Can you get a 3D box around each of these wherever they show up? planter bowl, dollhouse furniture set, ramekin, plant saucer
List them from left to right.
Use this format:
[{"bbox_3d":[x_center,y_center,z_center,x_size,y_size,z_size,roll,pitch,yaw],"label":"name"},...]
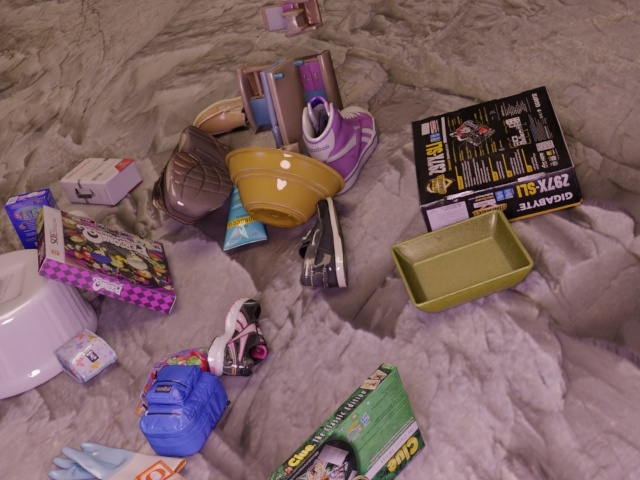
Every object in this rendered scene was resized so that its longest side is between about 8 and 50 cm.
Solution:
[{"bbox_3d":[-0.531,0.134,2.042,0.277,0.135,0.277,-14,30,9],"label":"ramekin"},{"bbox_3d":[-0.115,-0.304,2.371,0.198,0.286,0.303,-6,21,23],"label":"dollhouse furniture set"},{"bbox_3d":[-0.072,-0.080,2.119,0.217,0.217,0.090,1,69,32],"label":"planter bowl"},{"bbox_3d":[0.216,0.040,1.840,0.188,0.045,0.188,-19,30,1],"label":"plant saucer"}]

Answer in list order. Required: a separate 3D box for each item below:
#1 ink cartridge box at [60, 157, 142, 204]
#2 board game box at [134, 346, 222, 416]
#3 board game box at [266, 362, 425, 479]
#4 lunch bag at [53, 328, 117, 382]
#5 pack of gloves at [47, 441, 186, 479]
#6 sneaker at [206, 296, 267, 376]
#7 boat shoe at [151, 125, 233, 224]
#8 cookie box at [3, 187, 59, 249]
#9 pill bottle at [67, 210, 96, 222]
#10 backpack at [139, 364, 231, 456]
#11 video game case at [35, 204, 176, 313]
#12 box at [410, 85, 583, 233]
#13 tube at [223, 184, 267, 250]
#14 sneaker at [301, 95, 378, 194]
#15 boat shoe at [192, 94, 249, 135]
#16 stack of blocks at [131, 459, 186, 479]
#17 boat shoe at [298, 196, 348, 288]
[{"bbox_3d":[-0.456,-0.124,2.507,0.135,0.056,0.099,5,37,36],"label":"ink cartridge box"},{"bbox_3d":[-0.216,0.204,1.837,0.133,0.033,0.168,-11,31,16],"label":"board game box"},{"bbox_3d":[0.026,0.280,1.462,0.030,0.136,0.260,8,39,45],"label":"board game box"},{"bbox_3d":[-0.377,0.188,1.943,0.071,0.053,0.083,-37,43,-25],"label":"lunch bag"},{"bbox_3d":[-0.331,0.340,1.654,0.232,0.046,0.195,0,33,38],"label":"pack of gloves"},{"bbox_3d":[-0.114,0.157,1.840,0.077,0.072,0.178,12,36,8],"label":"sneaker"},{"bbox_3d":[-0.246,-0.098,2.280,0.130,0.132,0.355,-56,10,20],"label":"boat shoe"},{"bbox_3d":[-0.560,-0.041,2.379,0.092,0.107,0.040,-12,29,12],"label":"cookie box"},{"bbox_3d":[-0.451,0.005,2.256,0.087,0.087,0.160,-23,30,-5],"label":"pill bottle"},{"bbox_3d":[-0.204,0.240,1.704,0.098,0.101,0.120,-7,40,30],"label":"backpack"},{"bbox_3d":[-0.371,0.031,2.066,0.232,0.041,0.210,19,20,-22],"label":"video game case"},{"bbox_3d":[0.293,-0.139,2.064,0.257,0.079,0.322,-16,30,10],"label":"box"},{"bbox_3d":[-0.138,-0.051,2.210,0.080,0.052,0.207,-18,35,9],"label":"tube"},{"bbox_3d":[0.035,-0.222,2.274,0.102,0.161,0.282,-11,29,18],"label":"sneaker"},{"bbox_3d":[-0.182,-0.269,2.582,0.190,0.068,0.072,-29,42,-16],"label":"boat shoe"},{"bbox_3d":[-0.261,0.414,1.457,0.297,0.087,0.171,-33,32,-23],"label":"stack of blocks"},{"bbox_3d":[0.000,0.000,1.997,0.079,0.084,0.233,-12,32,6],"label":"boat shoe"}]
